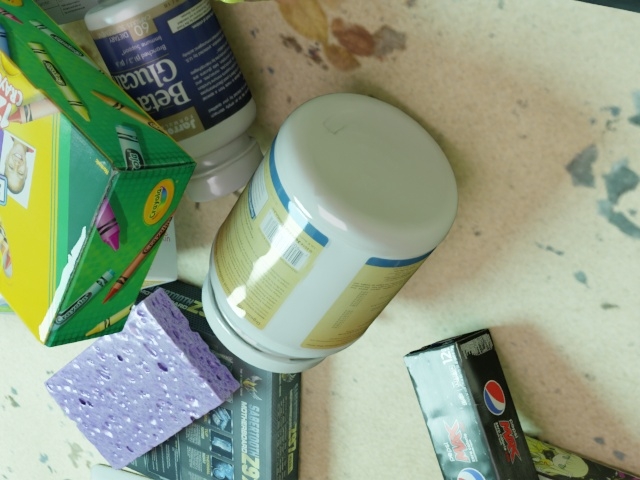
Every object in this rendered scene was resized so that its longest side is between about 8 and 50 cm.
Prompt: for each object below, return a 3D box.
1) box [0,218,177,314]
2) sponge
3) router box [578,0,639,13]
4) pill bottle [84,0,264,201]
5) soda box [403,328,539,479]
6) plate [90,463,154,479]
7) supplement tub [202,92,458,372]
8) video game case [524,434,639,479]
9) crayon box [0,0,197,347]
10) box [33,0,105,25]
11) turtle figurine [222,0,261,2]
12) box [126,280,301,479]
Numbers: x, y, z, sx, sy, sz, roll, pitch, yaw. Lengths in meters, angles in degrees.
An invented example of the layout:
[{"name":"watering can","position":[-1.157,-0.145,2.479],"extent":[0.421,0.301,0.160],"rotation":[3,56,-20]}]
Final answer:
[{"name":"box","position":[-0.239,0.001,1.071],"extent":[0.203,0.114,0.103],"rotation":[-15,77,39]},{"name":"sponge","position":[-0.175,0.137,1.122],"extent":[0.117,0.031,0.210],"rotation":[50,134,-4]},{"name":"router box","position":[0.175,-0.177,0.680],"extent":[0.179,0.046,0.133],"rotation":[18,174,24]},{"name":"pill bottle","position":[-0.107,-0.119,0.932],"extent":[0.094,0.094,0.169],"rotation":[-9,115,38]},{"name":"soda box","position":[0.128,0.161,0.962],"extent":[0.060,0.053,0.169],"rotation":[-20,86,41]},{"name":"plate","position":[-0.137,0.399,1.358],"extent":[0.277,0.045,0.278],"rotation":[9,125,30]},{"name":"supplement tub","position":[0.000,0.000,0.908],"extent":[0.144,0.144,0.199],"rotation":[40,134,4]},{"name":"video game case","position":[0.244,0.292,1.021],"extent":[0.210,0.042,0.232],"rotation":[18,129,25]},{"name":"crayon box","position":[-0.232,-0.071,0.923],"extent":[0.278,0.081,0.165],"rotation":[44,122,28]},{"name":"box","position":[-0.256,-0.264,0.970],"extent":[0.145,0.038,0.186],"rotation":[-5,117,36]},{"name":"turtle figurine","position":[-0.062,-0.285,0.790],"extent":[0.269,0.087,0.217],"rotation":[42,143,33]},{"name":"box","position":[-0.111,0.157,1.156],"extent":[0.183,0.059,0.232],"rotation":[19,129,23]}]
